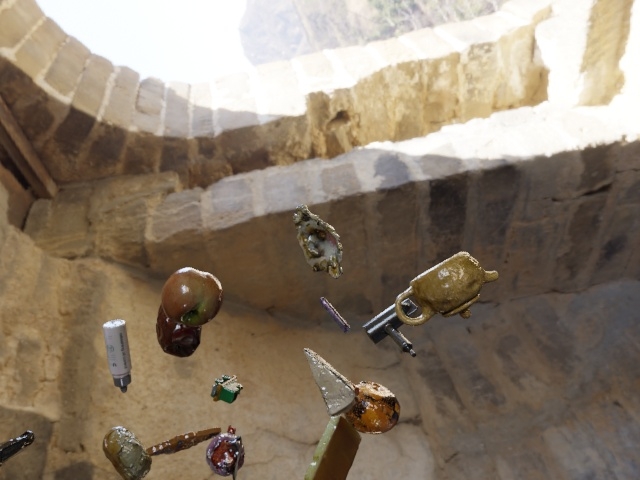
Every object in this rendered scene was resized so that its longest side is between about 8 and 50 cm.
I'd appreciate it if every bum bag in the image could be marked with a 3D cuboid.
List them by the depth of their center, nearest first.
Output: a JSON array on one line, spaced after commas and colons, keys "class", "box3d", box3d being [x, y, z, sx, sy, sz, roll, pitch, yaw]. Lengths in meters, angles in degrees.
[{"class": "bum bag", "box3d": [-1.048, 0.697, 1.577, 0.069, 0.247, 0.102, 38, 133, 39]}]

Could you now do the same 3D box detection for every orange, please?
[{"class": "orange", "box3d": [0.203, 0.667, 1.948, 0.234, 0.234, 0.183, 129, 153, -87]}]

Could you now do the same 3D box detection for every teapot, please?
[{"class": "teapot", "box3d": [0.353, 0.147, 1.353, 0.167, 0.311, 0.203, 61, 169, 10]}]

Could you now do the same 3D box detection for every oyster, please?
[{"class": "oyster", "box3d": [0.003, -0.002, 2.167, 0.107, 0.201, 0.355, -35, -74, -47]}]

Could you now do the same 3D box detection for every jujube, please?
[{"class": "jujube", "box3d": [-0.715, 0.402, 2.496, 0.258, 0.258, 0.377, 85, 173, -67]}]

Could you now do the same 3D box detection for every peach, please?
[{"class": "peach", "box3d": [-0.535, 0.231, 2.045, 0.252, 0.252, 0.253, 169, 90, -88]}]

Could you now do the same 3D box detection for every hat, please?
[{"class": "hat", "box3d": [-0.282, 0.656, 1.488, 0.140, 0.128, 0.227, -58, 2, -17]}]

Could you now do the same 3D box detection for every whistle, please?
[{"class": "whistle", "box3d": [0.058, 0.307, 2.022, 0.176, 0.033, 0.033, 49, 170, 12]}]

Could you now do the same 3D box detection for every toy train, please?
[{"class": "toy train", "box3d": [-0.458, 0.741, 2.431, 0.227, 0.136, 0.091, 10, -82, -73]}]

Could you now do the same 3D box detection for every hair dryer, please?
[{"class": "hair dryer", "box3d": [0.273, 0.304, 1.626, 0.078, 0.195, 0.248, 58, 175, -28]}]

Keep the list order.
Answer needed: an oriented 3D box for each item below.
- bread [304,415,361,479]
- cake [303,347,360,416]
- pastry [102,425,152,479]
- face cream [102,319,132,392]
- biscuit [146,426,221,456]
[{"class": "bread", "box3d": [0.025, 0.803, 1.708, 0.138, 0.077, 0.361, 51, -137, -16]}, {"class": "cake", "box3d": [0.040, 0.414, 1.495, 0.086, 0.116, 0.221, 53, -164, -71]}, {"class": "pastry", "box3d": [-0.498, 0.550, 1.261, 0.153, 0.081, 0.153, 33, 141, 31]}, {"class": "face cream", "box3d": [-0.845, 0.494, 2.056, 0.092, 0.092, 0.312, -111, 18, -77]}, {"class": "biscuit", "box3d": [-0.497, 0.737, 1.785, 0.183, 0.280, 0.043, -57, 45, 52]}]
